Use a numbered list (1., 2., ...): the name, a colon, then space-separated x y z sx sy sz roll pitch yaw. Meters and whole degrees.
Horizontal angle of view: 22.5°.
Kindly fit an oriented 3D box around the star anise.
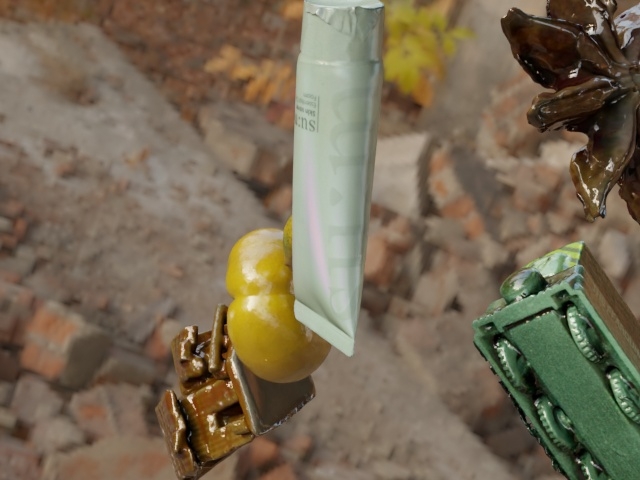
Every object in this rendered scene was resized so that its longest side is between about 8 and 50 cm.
1. star anise: 0.264 -0.130 1.448 0.288 0.088 0.288 16 65 -37

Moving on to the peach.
1. peach: -0.049 0.073 1.825 0.103 0.179 0.179 -12 18 14

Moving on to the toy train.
1. toy train: 0.295 0.146 1.701 0.330 0.138 0.178 54 30 -17

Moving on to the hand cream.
1. hand cream: 0.007 -0.039 0.937 0.050 0.204 0.078 -5 18 -29

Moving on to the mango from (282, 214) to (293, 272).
1. mango: 0.000 0.000 1.549 0.079 0.114 0.057 -6 59 -24

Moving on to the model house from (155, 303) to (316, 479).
1. model house: -0.143 0.203 2.184 0.220 0.229 0.199 -7 66 -61
